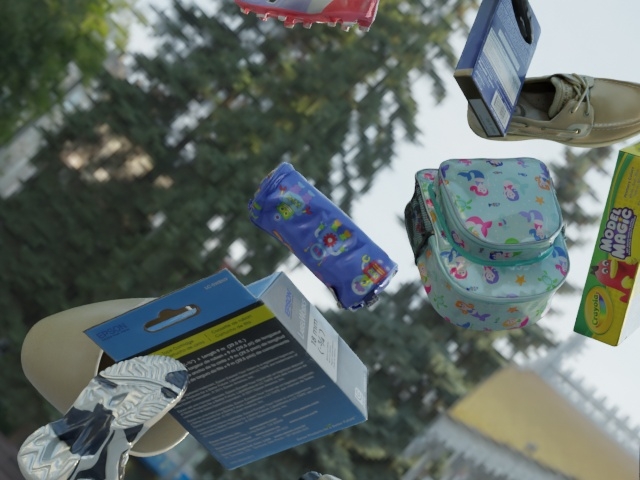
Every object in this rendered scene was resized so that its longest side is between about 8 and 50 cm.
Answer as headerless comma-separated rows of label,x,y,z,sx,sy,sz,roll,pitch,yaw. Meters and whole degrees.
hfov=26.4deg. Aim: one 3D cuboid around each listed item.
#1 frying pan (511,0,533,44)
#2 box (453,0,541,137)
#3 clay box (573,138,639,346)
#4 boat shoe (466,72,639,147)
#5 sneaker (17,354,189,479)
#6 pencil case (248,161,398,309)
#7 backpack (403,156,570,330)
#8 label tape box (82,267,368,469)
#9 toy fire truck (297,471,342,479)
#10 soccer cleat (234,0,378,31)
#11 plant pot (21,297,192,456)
frying pan,0.275,-0.441,1.907,0.326,0.053,0.197,62,-14,-7
box,0.268,-0.281,2.046,0.037,0.225,0.136,0,-38,35
clay box,0.315,-0.019,1.339,0.053,0.127,0.222,20,-67,26
boat shoe,0.379,-0.210,2.121,0.302,0.109,0.098,0,-16,6
sneaker,-0.265,0.246,1.736,0.094,0.235,0.153,42,-18,18
pencil case,0.000,0.000,2.492,0.306,0.133,0.119,44,-9,5
backpack,0.255,0.002,2.041,0.191,0.225,0.253,111,-26,-58
label tape box,-0.120,0.150,1.855,0.333,0.241,0.105,51,28,-33
toy fire truck,0.035,0.505,2.220,0.246,0.217,0.158,28,1,-33
soccer cleat,-0.019,-0.359,1.988,0.248,0.095,0.083,13,2,38
plant pot,-0.362,0.206,2.270,0.274,0.256,0.256,7,-37,42
